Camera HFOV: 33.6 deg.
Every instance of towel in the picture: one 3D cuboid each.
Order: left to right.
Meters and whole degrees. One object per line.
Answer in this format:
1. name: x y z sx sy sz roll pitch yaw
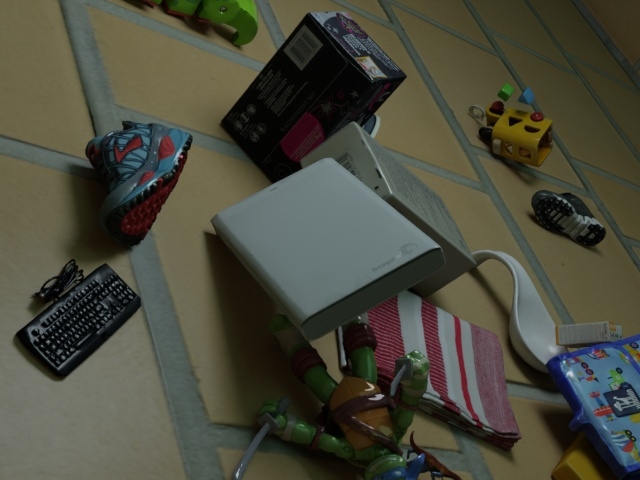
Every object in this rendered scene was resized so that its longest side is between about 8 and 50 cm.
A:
1. towel: 0.163 0.167 1.621 0.329 0.037 0.237 28 34 -25

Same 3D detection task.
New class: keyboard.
1. keyboard: -0.276 0.073 1.216 0.100 0.038 0.192 41 28 -2

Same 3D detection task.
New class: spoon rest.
1. spoon rest: 0.355 0.120 1.878 0.137 0.084 0.276 3 46 -49

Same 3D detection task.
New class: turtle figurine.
1. turtle figurine: 0.023 0.165 1.298 0.274 0.198 0.266 22 31 -39

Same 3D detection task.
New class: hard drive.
1. hard drive: 0.000 0.000 1.412 0.307 0.203 0.040 44 -22 53

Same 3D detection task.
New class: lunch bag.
1. lunch bag: 0.507 0.279 1.744 0.293 0.138 0.221 -4 53 -36

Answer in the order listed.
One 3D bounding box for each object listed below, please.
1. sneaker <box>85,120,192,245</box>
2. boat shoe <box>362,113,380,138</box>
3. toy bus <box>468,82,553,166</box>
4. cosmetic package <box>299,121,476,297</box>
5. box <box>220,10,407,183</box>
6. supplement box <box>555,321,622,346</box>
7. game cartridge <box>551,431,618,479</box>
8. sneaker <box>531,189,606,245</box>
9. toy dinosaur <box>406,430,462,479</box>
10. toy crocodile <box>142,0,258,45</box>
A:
1. sneaker: -0.262 -0.083 1.409 0.125 0.104 0.262 21 27 -2
2. boat shoe: 0.058 -0.235 1.977 0.079 0.095 0.254 34 29 -19
3. toy bus: 0.432 -0.242 2.428 0.191 0.202 0.104 45 59 -9
4. cosmetic package: 0.112 -0.042 1.677 0.309 0.113 0.160 36 25 -51
5. box: -0.012 -0.233 1.730 0.163 0.247 0.142 48 28 10
6. supplement box: 0.465 0.165 1.836 0.062 0.098 0.036 15 71 -50
7. game cartridge: 0.529 0.415 1.741 0.285 0.053 0.323 48 32 10
8. sneaker: 0.539 -0.068 2.368 0.234 0.078 0.106 25 31 -36
9. toy dinosaur: 0.151 0.305 1.403 0.082 0.090 0.047 13 45 11
10. toy crocodile: -0.254 -0.450 1.893 0.340 0.105 0.115 14 40 -34
